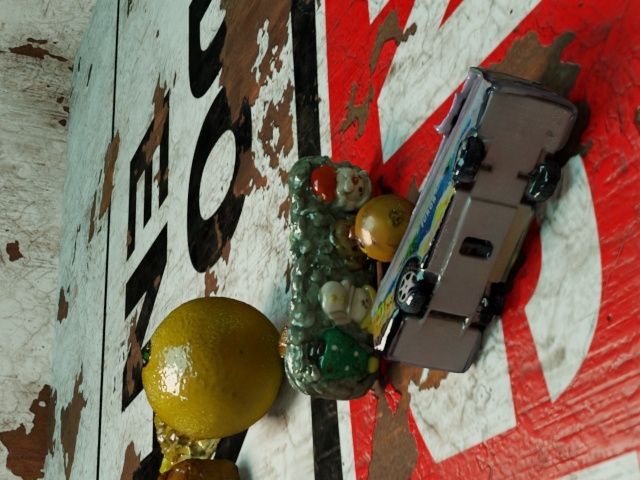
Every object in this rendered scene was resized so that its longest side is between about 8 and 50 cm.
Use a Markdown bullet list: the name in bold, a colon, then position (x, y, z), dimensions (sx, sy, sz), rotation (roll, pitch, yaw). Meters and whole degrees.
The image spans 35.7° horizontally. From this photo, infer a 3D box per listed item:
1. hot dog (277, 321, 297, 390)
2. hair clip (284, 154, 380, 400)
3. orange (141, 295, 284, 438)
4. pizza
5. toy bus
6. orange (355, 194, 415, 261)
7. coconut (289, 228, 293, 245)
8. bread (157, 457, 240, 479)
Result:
- **hot dog**: position (-0.006, 0.127, 1.374), dimensions (0.191, 0.059, 0.108), rotation (-57, 38, 41)
- **hair clip**: position (0.028, 0.032, 1.240), dimensions (0.091, 0.138, 0.321), rotation (-29, 55, 49)
- **orange**: position (-0.164, 0.193, 1.514), dimensions (0.236, 0.236, 0.236), rotation (-171, 90, -67)
- **pizza**: position (-0.240, 0.273, 1.840), dimensions (0.257, 0.087, 0.268), rotation (-58, 30, 38)
- **toy bus**: position (0.148, -0.024, 1.014), dimensions (0.138, 0.113, 0.316), rotation (-103, 30, -61)
- **orange**: position (0.082, -0.014, 1.188), dimensions (0.083, 0.084, 0.083), rotation (-171, 90, -67)
- **coconut**: position (0.000, 0.000, 1.366), dimensions (0.096, 0.088, 0.088), rotation (-63, 21, -10)
- **bread**: position (-0.192, 0.462, 1.589), dimensions (0.232, 0.135, 0.246), rotation (-45, 38, 35)
